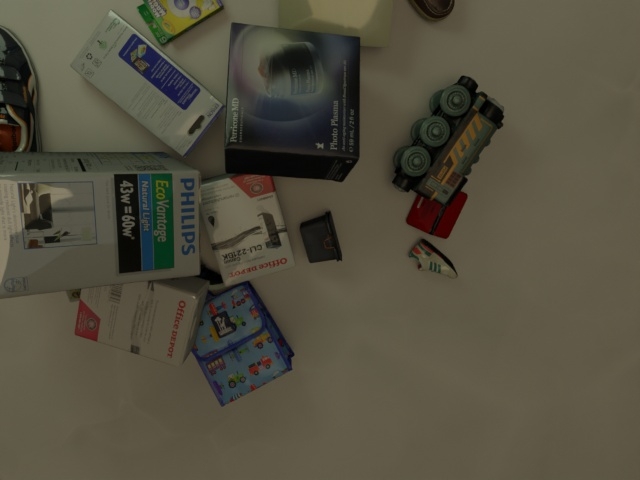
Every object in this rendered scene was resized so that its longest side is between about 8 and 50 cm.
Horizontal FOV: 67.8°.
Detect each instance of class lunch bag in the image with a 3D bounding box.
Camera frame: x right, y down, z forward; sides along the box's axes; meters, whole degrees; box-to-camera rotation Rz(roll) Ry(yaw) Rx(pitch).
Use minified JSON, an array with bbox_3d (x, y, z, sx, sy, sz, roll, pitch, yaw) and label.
[{"bbox_3d":[-0.239,0.266,1.329,0.221,0.138,0.293,-29,95,2],"label":"lunch bag"}]

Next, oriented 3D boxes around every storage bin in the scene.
[{"bbox_3d":[0.000,0.000,1.296,0.091,0.098,0.135,-15,108,6],"label":"storage bin"}]

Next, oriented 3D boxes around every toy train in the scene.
[{"bbox_3d":[0.329,-0.249,1.237,0.190,0.142,0.334,32,97,-8],"label":"toy train"}]

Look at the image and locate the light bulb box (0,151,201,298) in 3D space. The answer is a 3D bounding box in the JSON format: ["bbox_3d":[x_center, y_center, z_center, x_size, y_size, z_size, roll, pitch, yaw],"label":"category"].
[{"bbox_3d":[-0.477,-0.063,1.015,0.361,0.358,0.225,-5,108,-29],"label":"light bulb box"}]

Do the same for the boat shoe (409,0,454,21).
[{"bbox_3d":[0.246,-0.696,1.115,0.123,0.123,0.342,-20,107,-3],"label":"boat shoe"}]

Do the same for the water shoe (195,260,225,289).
[{"bbox_3d":[-0.340,0.077,1.272,0.203,0.073,0.080,13,101,-12],"label":"water shoe"}]

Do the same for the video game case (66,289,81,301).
[{"bbox_3d":[-0.592,0.044,1.250,0.193,0.023,0.213,-12,108,-5],"label":"video game case"}]

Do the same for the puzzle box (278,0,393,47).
[{"bbox_3d":[0.044,-0.663,1.079,0.272,0.052,0.409,5,114,1],"label":"puzzle box"}]

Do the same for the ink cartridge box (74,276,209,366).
[{"bbox_3d":[-0.447,0.170,1.204,0.283,0.117,0.207,17,105,1],"label":"ink cartridge box"}]

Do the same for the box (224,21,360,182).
[{"bbox_3d":[-0.068,-0.307,1.097,0.293,0.183,0.296,2,80,-9],"label":"box"}]

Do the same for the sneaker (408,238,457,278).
[{"bbox_3d":[0.325,0.068,1.387,0.161,0.057,0.075,39,113,-18],"label":"sneaker"}]

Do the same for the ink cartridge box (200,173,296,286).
[{"bbox_3d":[-0.193,-0.041,1.239,0.197,0.114,0.273,-16,108,-5],"label":"ink cartridge box"}]

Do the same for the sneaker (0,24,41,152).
[{"bbox_3d":[-0.717,-0.324,1.076,0.126,0.127,0.321,-7,105,-5],"label":"sneaker"}]

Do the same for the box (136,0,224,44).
[{"bbox_3d":[-0.330,-0.548,1.113,0.179,0.043,0.105,-32,107,3],"label":"box"}]

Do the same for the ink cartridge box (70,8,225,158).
[{"bbox_3d":[-0.396,-0.360,1.122,0.332,0.065,0.165,40,96,-7],"label":"ink cartridge box"}]

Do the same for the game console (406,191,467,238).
[{"bbox_3d":[0.332,-0.090,1.358,0.124,0.085,0.144,26,101,17],"label":"game console"}]
